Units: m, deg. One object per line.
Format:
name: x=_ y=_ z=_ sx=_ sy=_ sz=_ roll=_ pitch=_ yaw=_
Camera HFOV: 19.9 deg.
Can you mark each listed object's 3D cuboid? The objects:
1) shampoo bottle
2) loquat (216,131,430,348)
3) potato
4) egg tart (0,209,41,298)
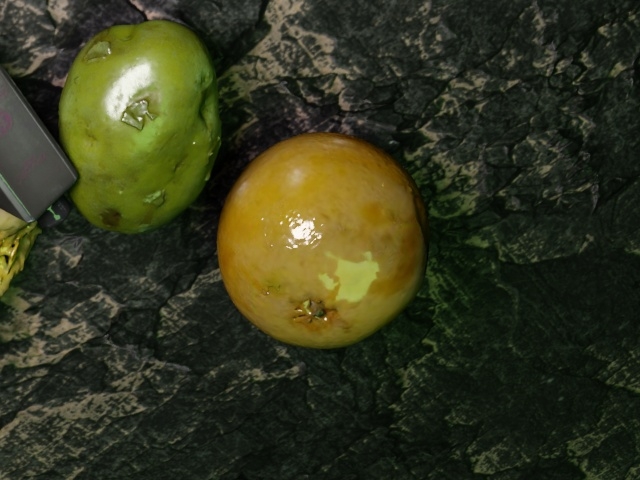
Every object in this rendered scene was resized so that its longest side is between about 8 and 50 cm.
shampoo bottle: x=-0.334 y=-0.109 z=1.875 sx=0.080 sy=0.079 sz=0.246 roll=-45 pitch=129 yaw=-16
loquat: x=0.000 y=0.000 z=2.179 sx=0.263 sy=0.263 sz=0.263 roll=-19 pitch=141 yaw=-17
potato: x=-0.195 y=-0.126 z=1.968 sx=0.186 sy=0.148 sz=0.253 roll=-12 pitch=133 yaw=-49
egg tart: x=-0.418 y=0.016 z=1.989 sx=0.297 sy=0.132 sz=0.297 roll=-25 pitch=145 yaw=-19
